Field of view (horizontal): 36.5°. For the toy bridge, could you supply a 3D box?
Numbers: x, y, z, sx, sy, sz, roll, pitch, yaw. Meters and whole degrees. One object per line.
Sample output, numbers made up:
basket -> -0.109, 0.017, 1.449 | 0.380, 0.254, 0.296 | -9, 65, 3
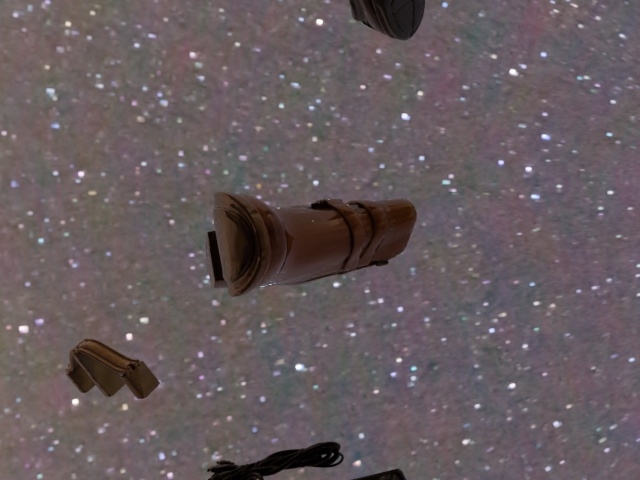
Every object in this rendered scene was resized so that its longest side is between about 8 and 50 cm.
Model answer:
toy bridge -> -0.230, 0.131, 1.008 | 0.063, 0.026, 0.188 | 55, -30, -16

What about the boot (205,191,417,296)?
boot -> 0.000, 0.000, 1.016 | 0.283, 0.220, 0.109 | 126, -46, -74

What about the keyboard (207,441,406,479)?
keyboard -> -0.059, 0.249, 0.824 | 0.317, 0.201, 0.033 | -22, -66, 33

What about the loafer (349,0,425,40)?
loafer -> 0.033, -0.315, 1.010 | 0.084, 0.267, 0.096 | 17, -117, 32
